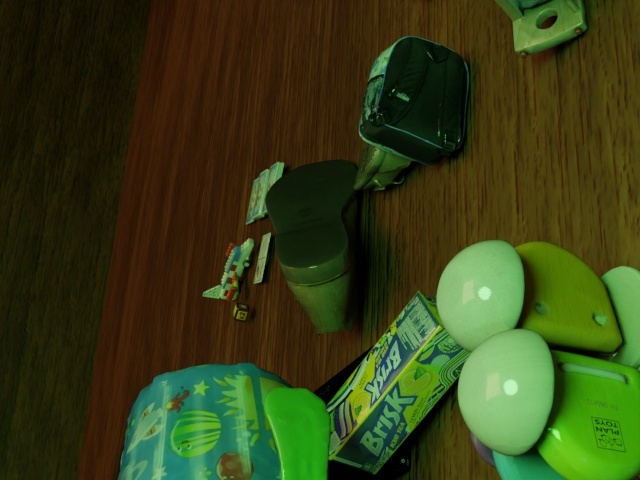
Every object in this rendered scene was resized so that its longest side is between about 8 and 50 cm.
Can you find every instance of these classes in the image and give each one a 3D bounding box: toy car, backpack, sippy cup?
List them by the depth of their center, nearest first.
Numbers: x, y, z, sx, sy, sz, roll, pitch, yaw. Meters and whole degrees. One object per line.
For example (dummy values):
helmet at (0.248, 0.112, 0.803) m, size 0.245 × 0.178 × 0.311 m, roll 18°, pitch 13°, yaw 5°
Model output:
toy car at (0.147, 0.094, 0.690) m, size 0.182 × 0.159 × 0.136 m, roll -98°, pitch 27°, yaw -45°
sippy cup at (-0.090, 0.242, 0.974) m, size 0.305 × 0.240 × 0.224 m, roll -21°, pitch 52°, yaw 19°
backpack at (0.092, -0.143, 1.087) m, size 0.084 × 0.105 × 0.114 m, roll -31°, pitch 43°, yaw 63°

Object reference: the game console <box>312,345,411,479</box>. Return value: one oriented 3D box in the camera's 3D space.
game console at (0.025, 0.300, 1.066) m, size 0.213 × 0.044 × 0.361 m, roll 132°, pitch 146°, yaw -54°

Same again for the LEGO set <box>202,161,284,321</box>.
LEGO set at (-0.122, 0.005, 1.660) m, size 0.182 × 0.060 × 0.244 m, roll 162°, pitch 120°, yaw -72°

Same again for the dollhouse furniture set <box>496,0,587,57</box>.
dollhouse furniture set at (0.211, -0.262, 0.867) m, size 0.184 × 0.129 × 0.129 m, roll -19°, pitch 54°, yaw 32°

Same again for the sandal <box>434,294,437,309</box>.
sandal at (0.146, 0.065, 0.857) m, size 0.180 × 0.072 × 0.049 m, roll 178°, pitch 89°, yaw -72°

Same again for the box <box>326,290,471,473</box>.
box at (0.069, 0.132, 0.969) m, size 0.169 × 0.059 × 0.054 m, roll -53°, pitch 34°, yaw 20°

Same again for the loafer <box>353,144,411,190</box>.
loafer at (0.070, -0.082, 1.196) m, size 0.148 × 0.050 × 0.056 m, roll 135°, pitch 149°, yaw -83°

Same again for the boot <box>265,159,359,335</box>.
boot at (0.000, 0.000, 1.262) m, size 0.305 × 0.112 × 0.115 m, roll -87°, pitch -17°, yaw -60°
